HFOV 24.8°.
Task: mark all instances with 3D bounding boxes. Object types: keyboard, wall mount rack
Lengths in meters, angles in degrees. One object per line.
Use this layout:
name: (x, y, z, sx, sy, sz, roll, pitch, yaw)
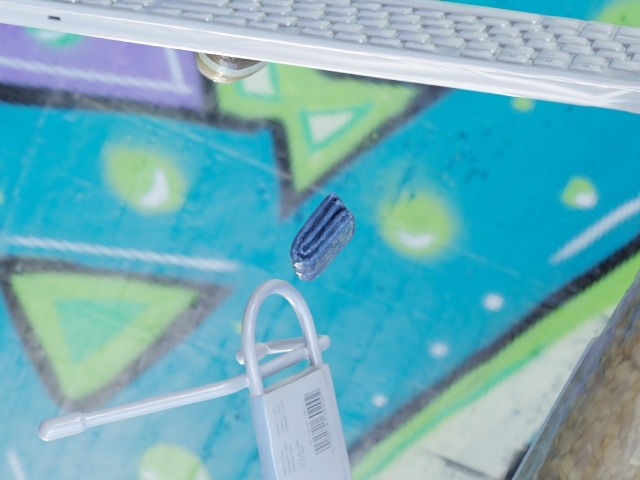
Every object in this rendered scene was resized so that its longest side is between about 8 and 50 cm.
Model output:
keyboard: (-0.006, -0.075, 0.484, 0.072, 0.256, 0.014, -55, 151, -59)
wall mount rack: (-0.080, 0.221, 1.276, 0.304, 0.130, 0.350, -18, 97, -56)

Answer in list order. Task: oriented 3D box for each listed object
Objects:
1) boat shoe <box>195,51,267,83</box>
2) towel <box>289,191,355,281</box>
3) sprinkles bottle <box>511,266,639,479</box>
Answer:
boat shoe: (-0.068, -0.167, 1.199, 0.072, 0.068, 0.190, -52, -173, 32)
towel: (0.000, 0.000, 1.210, 0.067, 0.029, 0.119, -49, 174, -5)
sprinkles bottle: (0.108, 0.095, 0.415, 0.355, 0.121, 0.121, -63, -174, 8)
